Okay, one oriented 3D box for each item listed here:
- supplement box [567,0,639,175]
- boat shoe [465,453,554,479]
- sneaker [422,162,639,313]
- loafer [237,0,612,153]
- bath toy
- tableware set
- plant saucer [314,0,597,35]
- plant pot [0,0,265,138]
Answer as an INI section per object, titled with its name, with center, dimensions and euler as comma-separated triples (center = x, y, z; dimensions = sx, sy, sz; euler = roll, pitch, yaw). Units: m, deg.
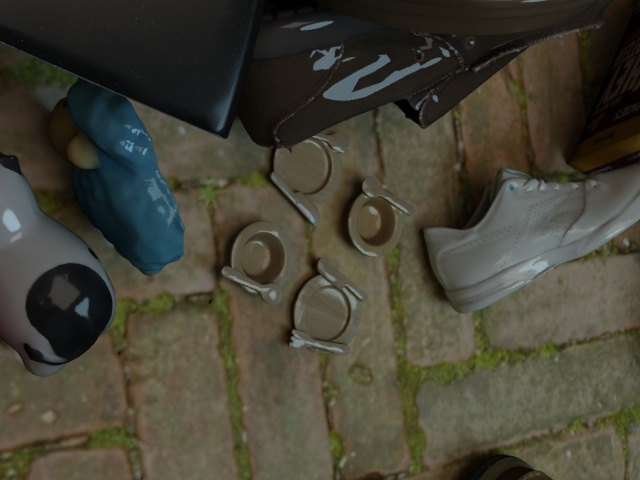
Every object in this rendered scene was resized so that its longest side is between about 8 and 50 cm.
[supplement box]
center = 0.368, -0.120, 0.975
dimensions = 0.191, 0.129, 0.194
euler = 28, 76, -10
[boat shoe]
center = 0.232, 0.332, 0.942
dimensions = 0.122, 0.120, 0.324
euler = -45, 115, -24
[sneaker]
center = 0.186, -0.027, 0.897
dimensions = 0.212, 0.080, 0.094
euler = -29, 93, -8
[loafer]
center = 0.075, -0.161, 0.825
dimensions = 0.366, 0.134, 0.130
euler = -16, 128, -24
[bath toy]
center = -0.234, 0.051, 0.604
dimensions = 0.151, 0.129, 0.348
euler = 41, 65, 8
[tableware set]
center = 0.000, 0.000, 0.827
dimensions = 0.141, 0.020, 0.169
euler = 34, 74, -31
[plant saucer]
center = 0.083, -0.213, 0.747
dimensions = 0.278, 0.278, 0.041
euler = -23, 135, -32
[plant pot]
center = -0.125, -0.186, 0.602
dimensions = 0.188, 0.187, 0.167
euler = 23, 99, -34
